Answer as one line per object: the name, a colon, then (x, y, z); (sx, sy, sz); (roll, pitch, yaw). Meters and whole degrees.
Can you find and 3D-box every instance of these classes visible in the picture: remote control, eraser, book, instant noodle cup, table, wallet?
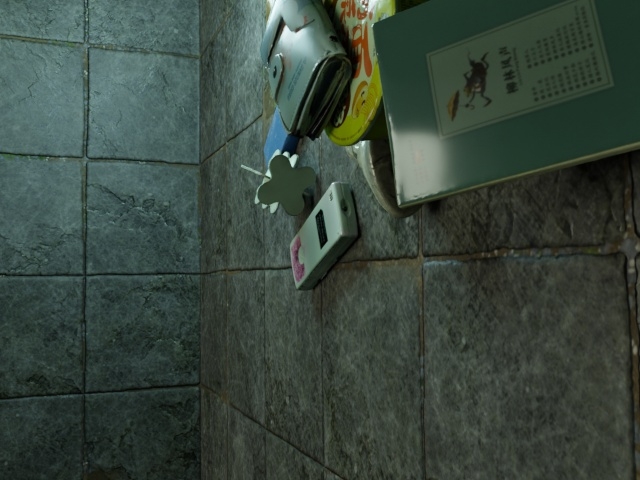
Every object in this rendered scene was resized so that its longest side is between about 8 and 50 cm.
remote control: (0.001, 0.000, 1.692); (0.344, 0.050, 0.145); (128, 138, -58)
eraser: (-0.100, -0.316, 1.969); (0.312, 0.042, 0.144); (114, 149, -46)
book: (0.243, -0.202, 0.807); (0.379, 0.031, 0.264); (-13, 73, 29)
instant noodle cup: (0.142, -0.293, 1.108); (0.311, 0.221, 0.311); (-178, 90, -68)
table: (-0.119, -0.161, 1.860); (0.198, 0.166, 0.167); (-150, 62, -66)
wallet: (-0.028, -0.304, 1.149); (0.176, 0.075, 0.250); (-61, 35, 40)

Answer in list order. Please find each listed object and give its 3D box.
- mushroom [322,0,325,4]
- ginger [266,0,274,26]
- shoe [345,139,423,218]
mushroom: (0.042, -0.533, 1.405); (0.255, 0.184, 0.255); (179, 90, -84)
ginger: (-0.023, -0.545, 1.738); (0.236, 0.166, 0.375); (-34, 74, 23)
shoe: (0.118, -0.185, 1.317); (0.210, 0.132, 0.342); (113, 148, -67)
